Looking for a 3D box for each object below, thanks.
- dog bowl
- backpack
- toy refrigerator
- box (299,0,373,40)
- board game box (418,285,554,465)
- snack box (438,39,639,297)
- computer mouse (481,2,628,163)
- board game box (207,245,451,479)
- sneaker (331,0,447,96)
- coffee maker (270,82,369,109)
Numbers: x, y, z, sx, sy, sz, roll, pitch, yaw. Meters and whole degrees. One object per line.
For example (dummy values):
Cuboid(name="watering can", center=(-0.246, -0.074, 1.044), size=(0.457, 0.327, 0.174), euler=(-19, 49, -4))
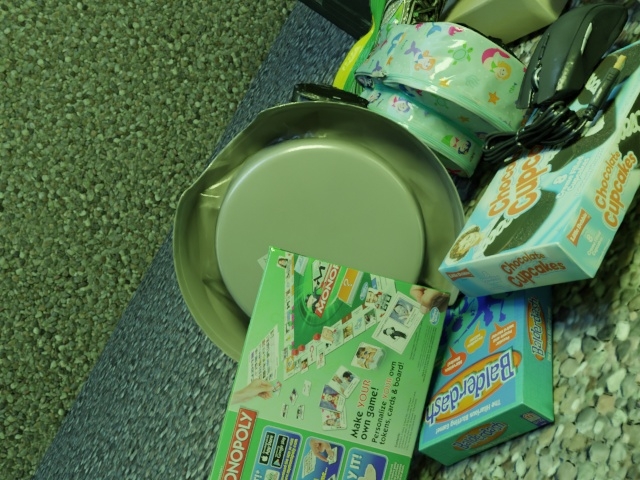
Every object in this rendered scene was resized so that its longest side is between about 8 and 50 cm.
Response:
Cuboid(name="dog bowl", center=(0.000, 0.000, 1.023), size=(0.348, 0.349, 0.102), euler=(-54, 4, 13))
Cuboid(name="backpack", center=(0.176, -0.200, 1.160), size=(0.191, 0.225, 0.253), euler=(-63, 25, -6))
Cuboid(name="toy refrigerator", center=(0.285, -0.372, 1.345), size=(0.102, 0.094, 0.269), euler=(-58, 20, -19))
Cuboid(name="box", center=(0.093, -0.662, 1.636), size=(0.472, 0.480, 0.297), euler=(-10, 53, 65))
Cuboid(name="board game box", center=(0.186, 0.127, 0.931), size=(0.160, 0.047, 0.210), euler=(-40, 28, 42))
Cuboid(name="snack box", center=(0.274, -0.083, 0.920), size=(0.322, 0.060, 0.187), euler=(-55, 17, -26))
Cuboid(name="computer mouse", center=(0.287, -0.205, 0.956), size=(0.262, 0.060, 0.184), euler=(-51, 14, -15))
Cuboid(name="board game box", center=(0.005, 0.186, 0.937), size=(0.046, 0.214, 0.317), euler=(98, -173, -83))
Cuboid(name="sneaker", center=(0.147, -0.328, 1.338), size=(0.146, 0.134, 0.343), euler=(51, 125, 48))
Cuboid(name="coffee maker", center=(0.002, -0.116, 1.136), size=(0.171, 0.120, 0.178), euler=(-26, -47, -66))
